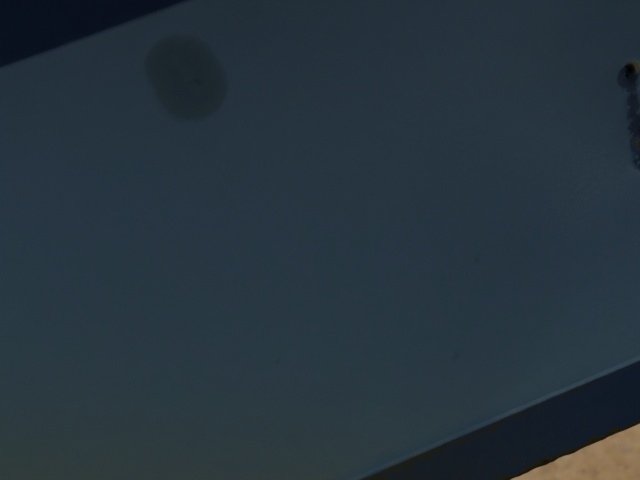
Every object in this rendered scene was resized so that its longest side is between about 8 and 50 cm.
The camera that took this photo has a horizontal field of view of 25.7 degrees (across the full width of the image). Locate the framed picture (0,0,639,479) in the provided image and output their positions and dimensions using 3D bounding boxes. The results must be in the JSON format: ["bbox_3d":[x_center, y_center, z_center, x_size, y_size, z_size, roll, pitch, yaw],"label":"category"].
[{"bbox_3d":[0.000,0.000,0.489,0.347,0.265,0.016,-22,27,-12],"label":"framed picture"}]
